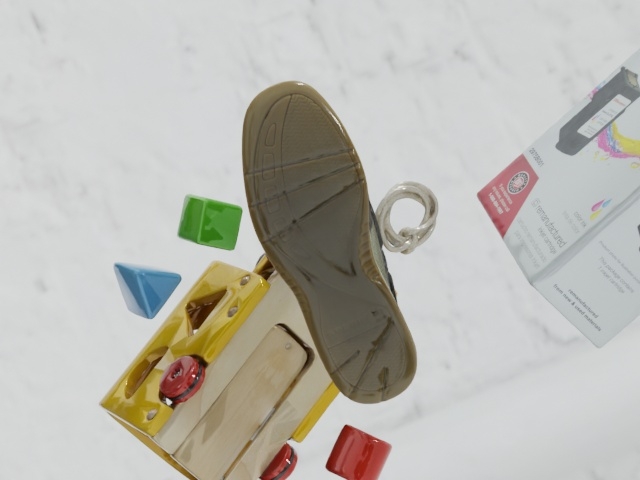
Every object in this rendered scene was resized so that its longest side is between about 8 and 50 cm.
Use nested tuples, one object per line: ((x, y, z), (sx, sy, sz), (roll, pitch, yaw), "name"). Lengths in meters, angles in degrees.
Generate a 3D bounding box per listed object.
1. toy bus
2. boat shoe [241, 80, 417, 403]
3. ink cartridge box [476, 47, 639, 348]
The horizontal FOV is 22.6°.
((-0.040, 0.058, 0.969), (0.104, 0.202, 0.191), (17, -71, 57), "toy bus")
((0.000, 0.000, 0.722), (0.049, 0.056, 0.152), (-124, -163, -75), "boat shoe")
((0.197, -0.040, 0.985), (0.072, 0.175, 0.127), (41, 13, -27), "ink cartridge box")
